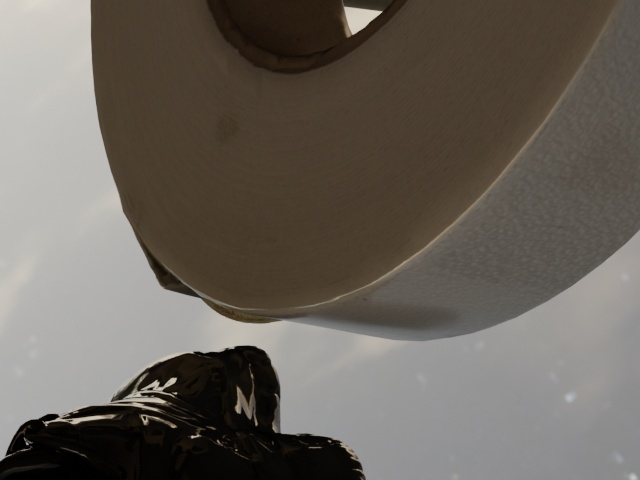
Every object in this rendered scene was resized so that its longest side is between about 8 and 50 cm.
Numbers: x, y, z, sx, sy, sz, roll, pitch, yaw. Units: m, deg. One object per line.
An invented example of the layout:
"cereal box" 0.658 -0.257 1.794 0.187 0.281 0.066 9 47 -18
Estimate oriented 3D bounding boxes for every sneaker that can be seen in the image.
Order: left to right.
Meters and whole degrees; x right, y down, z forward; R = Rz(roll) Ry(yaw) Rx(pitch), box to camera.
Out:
"sneaker" -0.074 0.099 0.731 0.286 0.130 0.109 -171 -94 -74

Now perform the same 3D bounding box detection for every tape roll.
"tape roll" 0.033 -0.154 0.668 0.392 0.072 0.392 -23 -118 52

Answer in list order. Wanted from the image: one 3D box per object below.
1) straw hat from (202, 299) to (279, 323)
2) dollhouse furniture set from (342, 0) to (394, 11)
"straw hat" 0.000 0.000 1.006 0.144 0.144 0.061 -40 -139 -6
"dollhouse furniture set" -0.074 -0.266 1.189 0.151 0.301 0.198 18 -78 56
